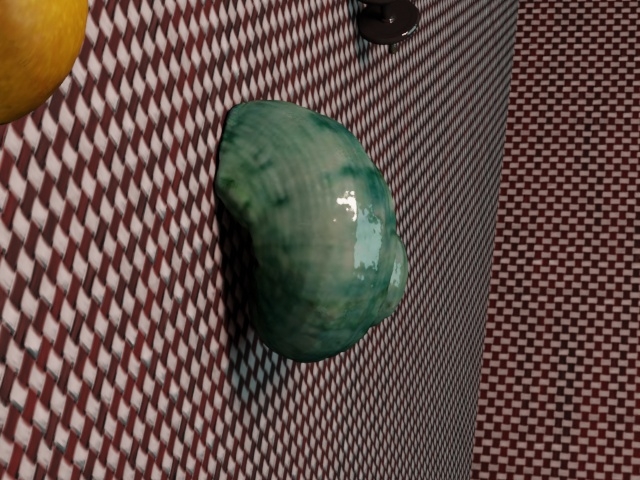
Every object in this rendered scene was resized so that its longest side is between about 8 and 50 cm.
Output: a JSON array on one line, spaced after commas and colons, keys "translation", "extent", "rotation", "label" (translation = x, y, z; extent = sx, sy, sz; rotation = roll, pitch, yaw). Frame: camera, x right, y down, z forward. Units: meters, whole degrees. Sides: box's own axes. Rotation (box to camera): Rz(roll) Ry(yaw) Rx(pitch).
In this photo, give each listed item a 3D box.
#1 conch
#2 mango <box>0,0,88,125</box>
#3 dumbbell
[{"translation": [0.003, 0.001, 1.080], "extent": [0.202, 0.134, 0.196], "rotation": [65, 31, -59], "label": "conch"}, {"translation": [-0.162, -0.175, 0.457], "extent": [0.295, 0.120, 0.177], "rotation": [79, 11, -46], "label": "mango"}, {"translation": [0.068, -0.252, 1.432], "extent": [0.147, 0.069, 0.069], "rotation": [73, 24, -51], "label": "dumbbell"}]
